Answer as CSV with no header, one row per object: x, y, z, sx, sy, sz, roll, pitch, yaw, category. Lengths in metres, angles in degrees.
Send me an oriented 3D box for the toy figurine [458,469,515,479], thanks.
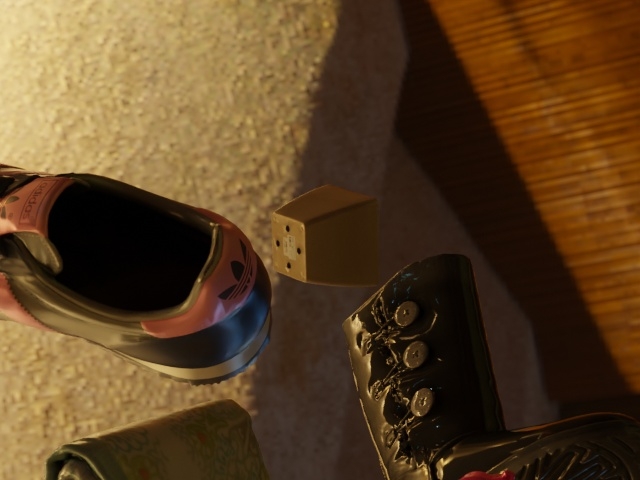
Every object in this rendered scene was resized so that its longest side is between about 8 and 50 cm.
0.111,0.253,1.065,0.159,0.130,0.173,-40,-48,-10,toy figurine

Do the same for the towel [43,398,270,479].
-0.118,0.354,1.361,0.320,0.090,0.375,-1,-107,-69,towel

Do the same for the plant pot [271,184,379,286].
0.000,0.000,1.675,0.096,0.109,0.109,-11,-72,-32,plant pot

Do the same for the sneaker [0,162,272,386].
-0.182,-0.010,0.802,0.131,0.319,0.112,92,-170,-66,sneaker

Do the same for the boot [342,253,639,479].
0.219,0.188,1.826,0.146,0.367,0.445,51,-160,-34,boot
